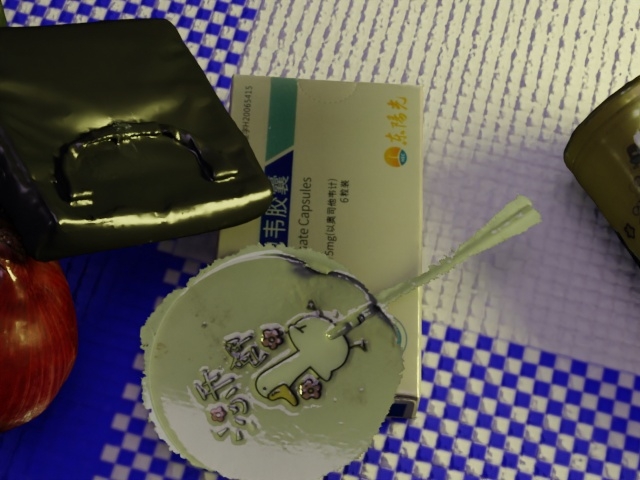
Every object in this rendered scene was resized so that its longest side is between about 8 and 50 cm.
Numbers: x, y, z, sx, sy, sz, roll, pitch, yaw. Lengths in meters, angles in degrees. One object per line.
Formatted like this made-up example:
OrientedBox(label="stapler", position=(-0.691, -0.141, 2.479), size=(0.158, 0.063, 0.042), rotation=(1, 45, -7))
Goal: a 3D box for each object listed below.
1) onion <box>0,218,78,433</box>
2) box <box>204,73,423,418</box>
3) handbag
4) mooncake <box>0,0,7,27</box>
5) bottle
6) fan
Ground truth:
OrientedBox(label="onion", position=(-0.308, 0.054, 1.174), size=(0.161, 0.248, 0.248), rotation=(-20, 63, 17))
OrientedBox(label="box", position=(0.000, 0.000, 1.308), size=(0.200, 0.065, 0.343), rotation=(3, 63, -2))
OrientedBox(label="handbag", position=(-0.197, -0.094, 1.214), size=(0.275, 0.088, 0.244), rotation=(-11, 59, -46))
OrientedBox(label="mooncake", position=(-0.474, -0.184, 1.310), size=(0.351, 0.187, 0.351), rotation=(0, 63, 1))
OrientedBox(label="bottle", position=(0.389, 0.010, 1.270), size=(0.172, 0.171, 0.351), rotation=(-23, 67, -14))
OrientedBox(label="fan", position=(0.031, 0.073, 1.227), size=(0.415, 0.012, 0.233), rotation=(-28, 69, -13))
